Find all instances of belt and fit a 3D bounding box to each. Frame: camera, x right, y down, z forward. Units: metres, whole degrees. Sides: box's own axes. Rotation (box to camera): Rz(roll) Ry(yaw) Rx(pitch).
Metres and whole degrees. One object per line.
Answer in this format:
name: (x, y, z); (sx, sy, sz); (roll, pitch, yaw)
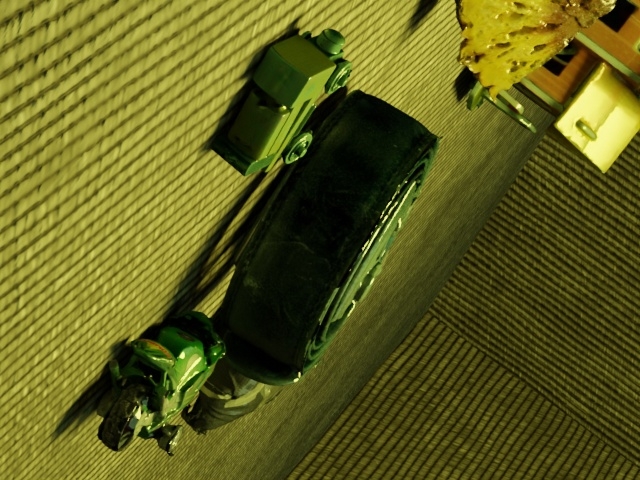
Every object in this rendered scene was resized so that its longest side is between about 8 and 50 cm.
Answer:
belt: (0.000, 0.000, 1.620); (0.267, 0.116, 0.206); (-59, 172, -7)

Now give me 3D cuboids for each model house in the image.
model house: (0.386, -0.205, 2.239); (0.300, 0.323, 0.340); (-53, 177, 0)

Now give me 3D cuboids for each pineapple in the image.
pineapple: (0.181, -0.273, 1.676); (0.250, 0.140, 0.164); (-40, -136, 37)

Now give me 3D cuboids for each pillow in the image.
pillow: (-0.022, 0.052, 1.836); (0.335, 0.092, 0.161); (-54, 167, 8)

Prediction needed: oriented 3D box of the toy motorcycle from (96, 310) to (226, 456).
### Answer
toy motorcycle: (-0.128, 0.113, 1.556); (0.106, 0.074, 0.190); (-65, 169, 13)

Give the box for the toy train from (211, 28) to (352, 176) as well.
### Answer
toy train: (-0.025, -0.094, 1.308); (0.122, 0.050, 0.081); (-57, 168, 30)
